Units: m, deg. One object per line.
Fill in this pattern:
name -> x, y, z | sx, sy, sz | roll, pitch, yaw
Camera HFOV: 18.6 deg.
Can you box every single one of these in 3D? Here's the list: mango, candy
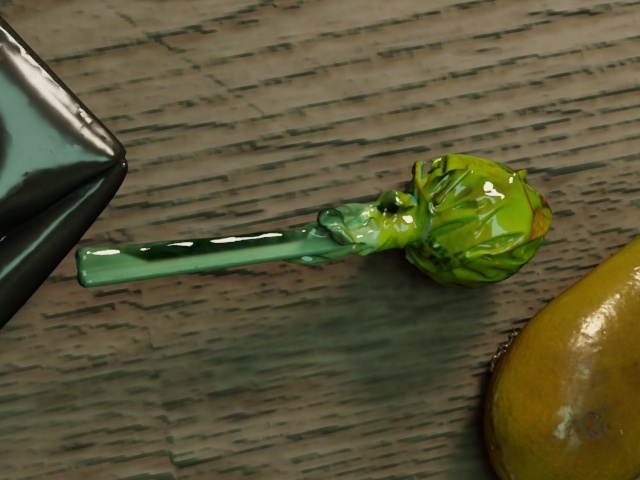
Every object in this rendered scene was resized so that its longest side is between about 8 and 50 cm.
mango -> 0.152, 0.073, 1.062 | 0.101, 0.066, 0.187 | 41, 66, -10
candy -> 0.001, -0.002, 1.001 | 0.262, 0.077, 0.073 | -6, 86, -25

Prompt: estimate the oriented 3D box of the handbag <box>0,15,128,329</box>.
handbag -> -0.268, -0.040, 0.923 | 0.285, 0.113, 0.257 | 42, 81, -9
